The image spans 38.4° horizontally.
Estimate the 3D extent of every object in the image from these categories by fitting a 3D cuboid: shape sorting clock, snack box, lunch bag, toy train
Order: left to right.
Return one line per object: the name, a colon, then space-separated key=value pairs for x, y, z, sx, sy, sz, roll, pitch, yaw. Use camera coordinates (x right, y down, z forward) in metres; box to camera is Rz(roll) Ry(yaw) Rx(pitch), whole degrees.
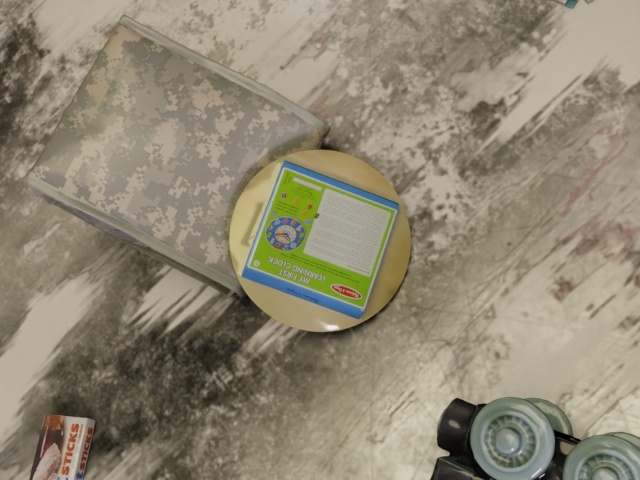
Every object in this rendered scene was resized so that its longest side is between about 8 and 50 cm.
snack box: x=-0.318 y=0.299 z=1.095 sx=0.064 sy=0.022 sz=0.178 roll=1 pitch=70 yaw=21
lunch bag: x=-0.157 y=-0.090 z=1.099 sx=0.287 sy=0.169 sz=0.235 roll=27 pitch=81 yaw=2
shape sorting clock: x=0.000 y=0.000 z=1.036 sx=0.206 sy=0.040 sz=0.206 roll=2 pitch=80 yaw=-10
toy train: x=0.245 y=0.265 z=0.828 sx=0.334 sy=0.142 sz=0.190 roll=20 pitch=90 yaw=25

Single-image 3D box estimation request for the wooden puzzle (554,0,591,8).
wooden puzzle: x=0.293 y=-0.307 z=1.102 sx=0.083 sy=0.006 sz=0.049 roll=32 pitch=84 yaw=29
